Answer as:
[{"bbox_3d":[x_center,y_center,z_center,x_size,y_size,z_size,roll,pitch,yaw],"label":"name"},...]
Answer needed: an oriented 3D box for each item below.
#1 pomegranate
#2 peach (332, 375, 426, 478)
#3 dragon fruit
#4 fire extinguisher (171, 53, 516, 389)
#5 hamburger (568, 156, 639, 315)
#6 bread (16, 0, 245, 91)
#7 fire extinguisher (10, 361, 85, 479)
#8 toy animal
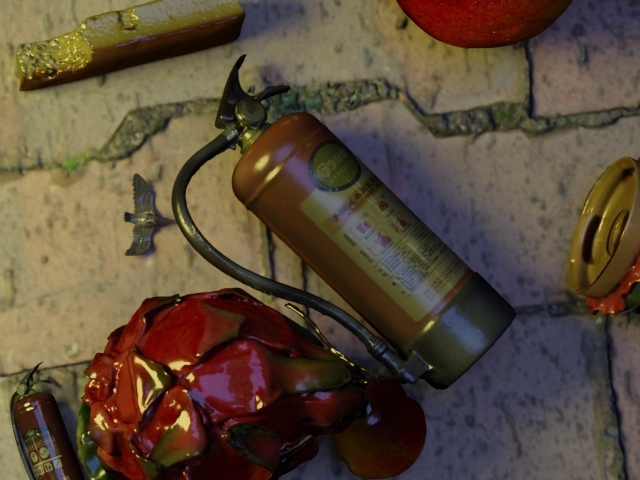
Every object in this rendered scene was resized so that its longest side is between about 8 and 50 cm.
[{"bbox_3d":[0.175,-0.294,1.934,0.235,0.210,0.210,-9,81,-17],"label":"pomegranate"},{"bbox_3d":[0.055,0.181,1.872,0.101,0.101,0.100,2,79,-8],"label":"peach"},{"bbox_3d":[-0.080,0.153,1.797,0.293,0.234,0.233,-1,79,-4],"label":"dragon fruit"},{"bbox_3d":[0.007,-0.007,1.872,0.376,0.113,0.200,45,36,2],"label":"fire extinguisher"},{"bbox_3d":[0.335,0.003,1.920,0.137,0.175,0.175,17,77,-12],"label":"hamburger"},{"bbox_3d":[-0.190,-0.200,1.916,0.226,0.088,0.049,-15,83,-13],"label":"bread"},{"bbox_3d":[-0.258,0.199,1.850,0.064,0.043,0.158,-26,81,30],"label":"fire extinguisher"},{"bbox_3d":[-0.168,-0.022,1.913,0.050,0.028,0.084,6,79,1],"label":"toy animal"}]
